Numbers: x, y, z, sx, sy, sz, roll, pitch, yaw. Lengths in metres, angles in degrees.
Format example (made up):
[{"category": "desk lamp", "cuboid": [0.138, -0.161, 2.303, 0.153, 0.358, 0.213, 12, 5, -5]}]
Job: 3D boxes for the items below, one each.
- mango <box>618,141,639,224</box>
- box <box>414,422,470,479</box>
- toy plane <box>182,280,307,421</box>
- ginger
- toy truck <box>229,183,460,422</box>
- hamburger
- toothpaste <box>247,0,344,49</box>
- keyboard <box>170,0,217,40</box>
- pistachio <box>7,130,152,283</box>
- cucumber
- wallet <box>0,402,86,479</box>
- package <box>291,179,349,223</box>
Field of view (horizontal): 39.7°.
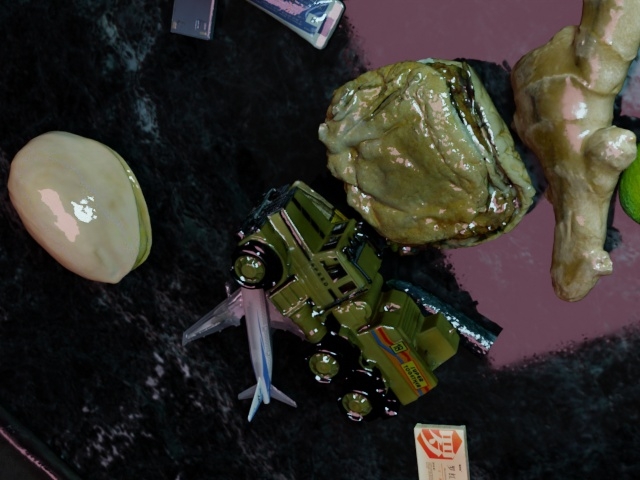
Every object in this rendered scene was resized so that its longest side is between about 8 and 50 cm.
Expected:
[{"category": "mango", "cuboid": [0.354, -0.068, 0.806, 0.178, 0.100, 0.119, -33, 92, 35]}, {"category": "box", "cuboid": [0.139, 0.254, 1.006, 0.058, 0.015, 0.093, -2, 101, 25]}, {"category": "toy plane", "cuboid": [-0.073, 0.095, 1.038, 0.226, 0.058, 0.226, 2, 99, 26]}, {"category": "ginger", "cuboid": [0.244, -0.098, 0.843, 0.148, 0.081, 0.333, 7, 104, 40]}, {"category": "toy truck", "cuboid": [0.024, 0.056, 0.914, 0.127, 0.127, 0.257, -34, 104, 31]}, {"category": "hamburger", "cuboid": [0.111, -0.089, 0.896, 0.183, 0.130, 0.206, -18, 107, 39]}, {"category": "toothpaste", "cuboid": [-0.070, -0.277, 0.967, 0.197, 0.035, 0.057, 29, 108, 2]}, {"category": "keyboard", "cuboid": [-0.134, -0.319, 1.001, 0.055, 0.014, 0.176, 16, 106, 20]}, {"category": "pistachio", "cuboid": [-0.288, -0.043, 1.066, 0.145, 0.117, 0.200, -42, 84, 19]}, {"category": "cucumber", "cuboid": [0.128, 0.080, 0.966, 0.133, 0.032, 0.032, 34, 111, 14]}, {"category": "wallet", "cuboid": [-0.405, 0.360, 1.239, 0.318, 0.045, 0.172, 39, 111, 12]}, {"category": "package", "cuboid": [0.000, 0.000, 0.992, 0.131, 0.047, 0.071, 38, 116, -10]}]
